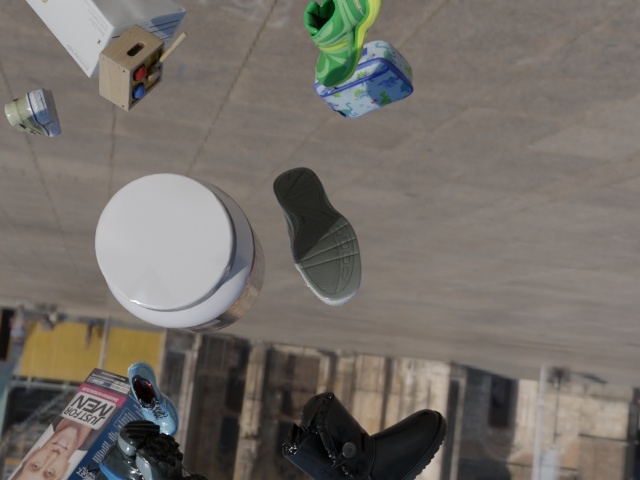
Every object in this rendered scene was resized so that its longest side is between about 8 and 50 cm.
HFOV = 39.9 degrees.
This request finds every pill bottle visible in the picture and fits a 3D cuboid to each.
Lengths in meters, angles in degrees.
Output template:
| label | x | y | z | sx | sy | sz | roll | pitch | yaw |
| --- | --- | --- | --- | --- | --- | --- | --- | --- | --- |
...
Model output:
| label | x | y | z | sx | sy | sz | roll | pitch | yaw |
| --- | --- | --- | --- | --- | --- | --- | --- | --- | --- |
| pill bottle | -0.193 | 0.024 | 1.258 | 0.210 | 0.210 | 0.363 | 7 | 173 | 1 |

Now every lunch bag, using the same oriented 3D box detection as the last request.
| label | x | y | z | sx | sy | sz | roll | pitch | yaw |
| --- | --- | --- | --- | --- | --- | --- | --- | --- | --- |
| lunch bag | 0.103 | -0.393 | 2.154 | 0.219 | 0.090 | 0.176 | -16 | 147 | 29 |

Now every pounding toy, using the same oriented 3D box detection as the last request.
| label | x | y | z | sx | sy | sz | roll | pitch | yaw |
| --- | --- | --- | --- | --- | --- | --- | --- | --- | --- |
| pounding toy | -0.340 | -0.339 | 1.687 | 0.100 | 0.141 | 0.130 | 32 | 145 | 9 |

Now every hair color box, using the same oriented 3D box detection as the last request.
| label | x | y | z | sx | sy | sz | roll | pitch | yaw |
| --- | --- | --- | --- | --- | --- | --- | --- | --- | --- |
| hair color box | -0.492 | 0.438 | 1.799 | 0.174 | 0.347 | 0.105 | 5 | 141 | 43 |

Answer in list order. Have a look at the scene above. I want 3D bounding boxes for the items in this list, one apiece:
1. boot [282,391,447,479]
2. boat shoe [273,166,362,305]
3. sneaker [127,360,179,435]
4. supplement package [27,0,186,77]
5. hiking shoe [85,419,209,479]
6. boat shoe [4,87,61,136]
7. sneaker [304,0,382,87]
| label | x | y | z | sx | sy | sz | roll | pitch | yaw |
| --- | --- | --- | --- | --- | --- | --- | --- | --- | --- |
| boot | 0.076 | 0.320 | 1.458 | 0.207 | 0.246 | 0.094 | 50 | 160 | -15 |
| boat shoe | -0.003 | 0.000 | 1.609 | 0.118 | 0.320 | 0.103 | -23 | 139 | -5 |
| sneaker | -0.327 | 0.315 | 1.695 | 0.063 | 0.162 | 0.073 | -27 | -165 | 1 |
| supplement package | -0.447 | -0.492 | 1.790 | 0.204 | 0.262 | 0.145 | -31 | 166 | -46 |
| hiking shoe | -0.222 | 0.419 | 1.346 | 0.304 | 0.132 | 0.113 | 47 | -159 | 17 |
| boat shoe | -0.655 | -0.294 | 2.009 | 0.094 | 0.109 | 0.302 | -13 | -178 | -10 |
| sneaker | 0.025 | -0.395 | 1.618 | 0.124 | 0.109 | 0.295 | 2 | 153 | -12 |
